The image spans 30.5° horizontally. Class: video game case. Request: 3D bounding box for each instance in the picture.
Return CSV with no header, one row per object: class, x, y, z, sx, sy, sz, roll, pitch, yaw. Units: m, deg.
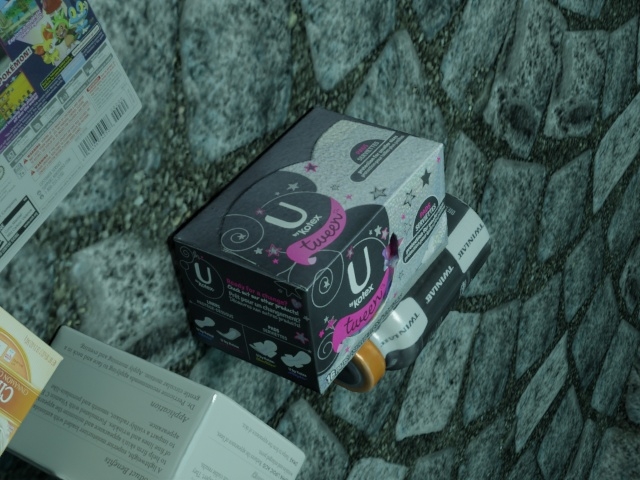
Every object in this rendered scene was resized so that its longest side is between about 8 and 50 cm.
video game case,-0.231,-0.098,0.879,0.201,0.023,0.183,-54,145,-25

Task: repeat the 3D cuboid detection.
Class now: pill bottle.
pill bottle,0.087,0.061,1.366,0.246,0.130,0.130,-51,144,-32

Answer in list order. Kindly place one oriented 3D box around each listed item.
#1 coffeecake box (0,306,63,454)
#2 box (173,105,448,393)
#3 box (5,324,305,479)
coffeecake box,-0.293,0.125,0.852,0.185,0.068,0.142,-60,148,-18
box,0.000,0.000,1.161,0.247,0.163,0.142,-47,143,-36
box,-0.141,0.181,1.014,0.119,0.181,0.182,-63,148,-14
